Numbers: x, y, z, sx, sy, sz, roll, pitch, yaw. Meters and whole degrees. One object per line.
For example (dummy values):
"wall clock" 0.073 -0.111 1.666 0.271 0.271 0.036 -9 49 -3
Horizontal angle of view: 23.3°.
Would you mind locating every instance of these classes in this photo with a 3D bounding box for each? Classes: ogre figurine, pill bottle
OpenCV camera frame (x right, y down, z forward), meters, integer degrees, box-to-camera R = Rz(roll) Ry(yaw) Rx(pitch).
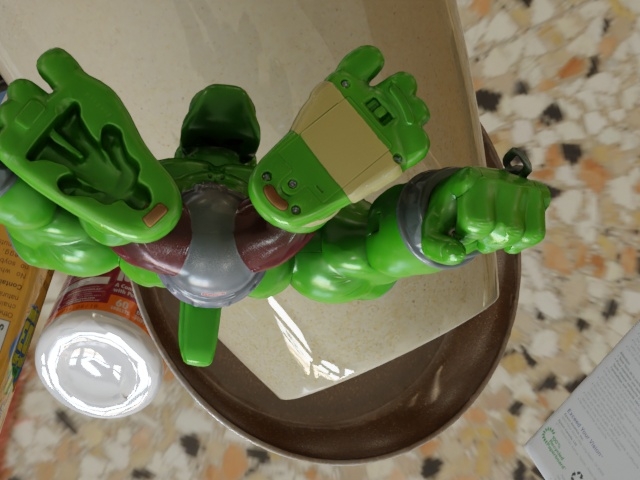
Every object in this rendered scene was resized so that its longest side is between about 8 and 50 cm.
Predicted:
"ogre figurine" -0.038 -0.011 0.511 0.197 0.118 0.097 -12 77 -11
"pill bottle" -0.189 0.059 1.497 0.121 0.221 0.121 4 125 6

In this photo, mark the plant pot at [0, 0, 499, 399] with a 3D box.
"plant pot" -0.024 -0.066 0.807 0.256 0.256 0.274 -25 91 0

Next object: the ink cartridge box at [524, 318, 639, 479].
"ink cartridge box" 0.284 0.165 1.171 0.224 0.045 0.223 -53 47 26

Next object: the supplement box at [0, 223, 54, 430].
"supplement box" -0.233 0.037 1.083 0.080 0.078 0.233 18 79 1

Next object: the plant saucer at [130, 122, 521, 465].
"plant saucer" 0.000 0.000 1.074 0.310 0.050 0.311 6 78 -29

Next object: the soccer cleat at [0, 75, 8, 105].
"soccer cleat" -0.403 -0.109 1.729 0.331 0.116 0.143 -27 126 -20
